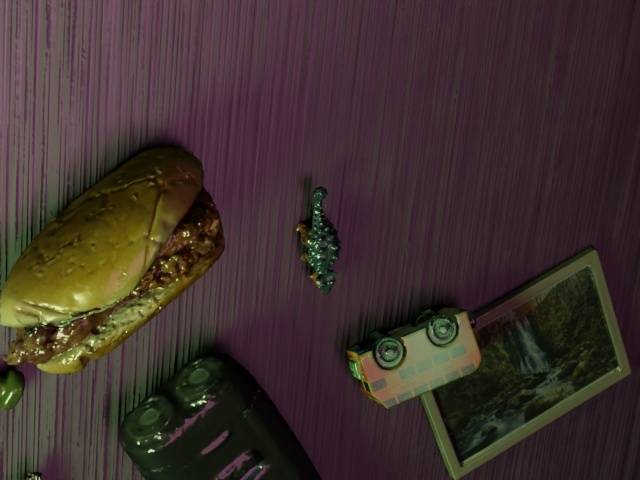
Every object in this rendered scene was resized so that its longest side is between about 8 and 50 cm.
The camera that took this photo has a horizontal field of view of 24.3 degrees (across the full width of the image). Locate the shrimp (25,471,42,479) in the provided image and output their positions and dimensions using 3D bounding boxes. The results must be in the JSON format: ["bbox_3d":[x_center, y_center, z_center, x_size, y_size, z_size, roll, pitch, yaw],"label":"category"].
[{"bbox_3d":[-0.341,0.380,1.907,0.150,0.051,0.217,-8,123,-26],"label":"shrimp"}]

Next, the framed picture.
[{"bbox_3d":[0.290,0.177,2.136,0.324,0.020,0.240,-27,120,-13],"label":"framed picture"}]

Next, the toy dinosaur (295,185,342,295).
[{"bbox_3d":[0.000,0.000,1.897,0.049,0.055,0.154,-13,119,-16],"label":"toy dinosaur"}]

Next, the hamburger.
[{"bbox_3d":[-0.229,0.023,1.735,0.155,0.245,0.282,53,40,-28],"label":"hamburger"}]

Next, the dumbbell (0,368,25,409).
[{"bbox_3d":[-0.413,0.166,1.775,0.118,0.046,0.052,22,106,-32],"label":"dumbbell"}]

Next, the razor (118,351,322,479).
[{"bbox_3d":[-0.114,0.300,1.941,0.189,0.107,0.327,-37,124,-7],"label":"razor"}]

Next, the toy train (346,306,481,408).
[{"bbox_3d":[0.132,0.155,2.001,0.188,0.072,0.099,-21,94,-14],"label":"toy train"}]
